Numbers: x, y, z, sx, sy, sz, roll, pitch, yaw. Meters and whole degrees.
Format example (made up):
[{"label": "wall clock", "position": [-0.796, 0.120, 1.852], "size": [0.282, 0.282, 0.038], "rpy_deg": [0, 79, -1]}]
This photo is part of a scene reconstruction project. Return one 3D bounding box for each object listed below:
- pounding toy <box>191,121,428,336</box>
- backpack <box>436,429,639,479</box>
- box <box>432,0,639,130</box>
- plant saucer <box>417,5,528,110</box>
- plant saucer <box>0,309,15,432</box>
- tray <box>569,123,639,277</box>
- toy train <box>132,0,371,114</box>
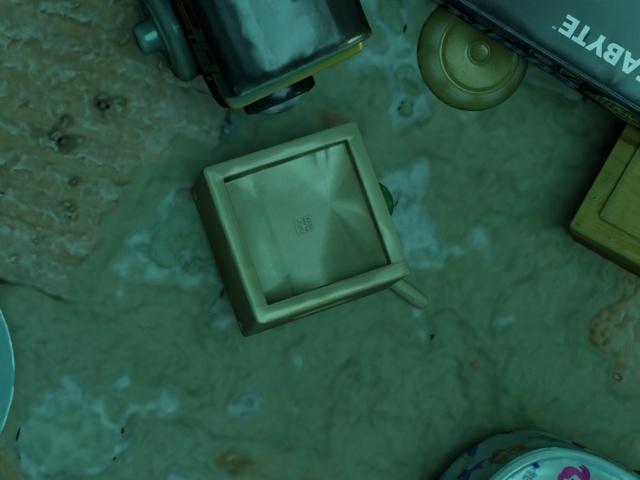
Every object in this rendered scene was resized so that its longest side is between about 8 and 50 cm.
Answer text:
[{"label": "pounding toy", "position": [0.000, 0.000, 1.347], "size": [0.141, 0.100, 0.130], "rpy_deg": [-18, 84, -13]}, {"label": "backpack", "position": [0.177, 0.260, 1.362], "size": [0.253, 0.191, 0.225], "rpy_deg": [36, 87, -8]}, {"label": "box", "position": [0.200, -0.259, 1.335], "size": [0.295, 0.073, 0.293], "rpy_deg": [33, 86, 4]}, {"label": "plant saucer", "position": [0.110, -0.133, 1.392], "size": [0.083, 0.015, 0.083], "rpy_deg": [-1, 95, -12]}, {"label": "plant saucer", "position": [-0.301, 0.086, 1.305], "size": [0.195, 0.037, 0.195], "rpy_deg": [-1, 94, -13]}, {"label": "tray", "position": [0.400, 0.006, 1.351], "size": [0.411, 0.076, 0.203], "rpy_deg": [29, 88, 12]}, {"label": "toy train", "position": [-0.077, -0.235, 1.250], "size": [0.142, 0.190, 0.334], "rpy_deg": [-24, 100, -10]}]
